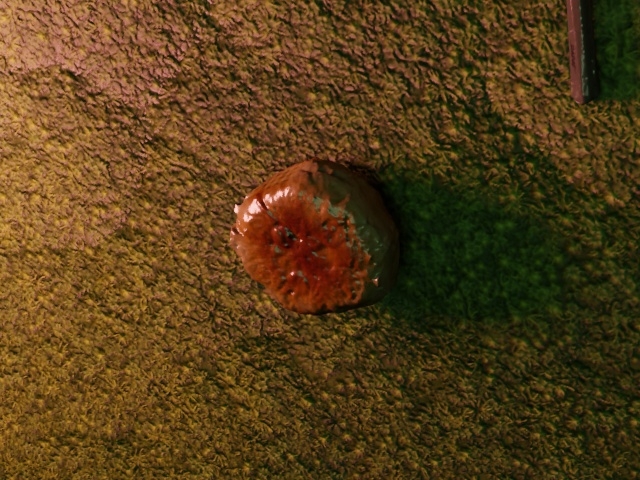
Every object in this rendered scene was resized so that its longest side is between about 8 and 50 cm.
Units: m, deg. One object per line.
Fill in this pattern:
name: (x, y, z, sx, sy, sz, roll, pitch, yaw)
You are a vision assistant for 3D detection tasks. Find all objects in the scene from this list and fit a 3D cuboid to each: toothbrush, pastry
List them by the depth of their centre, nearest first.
toothbrush: (0.253, -0.275, 1.352, 0.030, 0.030, 0.297, 19, 126, 48)
pastry: (0.000, 0.000, 1.569, 0.192, 0.093, 0.182, -22, 104, 37)
